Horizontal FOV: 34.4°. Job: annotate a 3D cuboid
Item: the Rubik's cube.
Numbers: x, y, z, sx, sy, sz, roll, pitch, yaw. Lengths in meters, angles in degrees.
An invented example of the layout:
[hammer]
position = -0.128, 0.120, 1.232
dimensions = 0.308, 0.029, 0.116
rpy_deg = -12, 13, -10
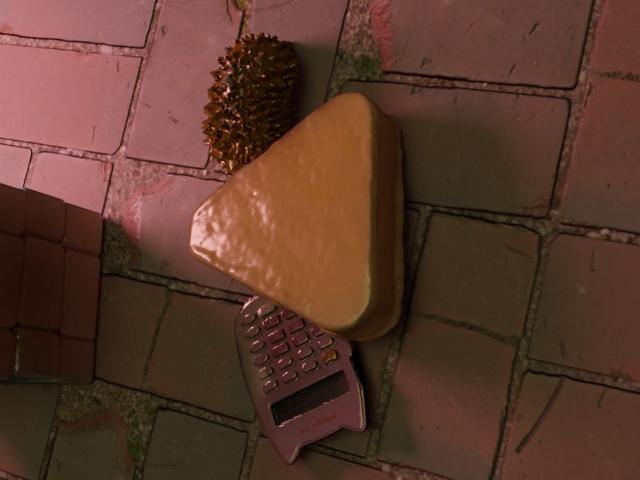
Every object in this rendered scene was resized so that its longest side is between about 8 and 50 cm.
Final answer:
[Rubik's cube]
position = -0.595, 0.084, 1.765
dimensions = 0.322, 0.316, 0.319
rpy_deg = -4, 78, 27

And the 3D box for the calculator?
[calculator]
position = -0.032, 0.191, 1.627
dimensions = 0.194, 0.043, 0.294
rpy_deg = -29, 65, 19

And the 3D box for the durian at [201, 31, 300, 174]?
[durian]
position = -0.129, -0.225, 1.707
dimensions = 0.183, 0.138, 0.249
rpy_deg = 3, 86, 20

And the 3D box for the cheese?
[cheese]
position = -0.001, 0.001, 1.584
dimensions = 0.384, 0.104, 0.384
rpy_deg = -11, 68, 27
